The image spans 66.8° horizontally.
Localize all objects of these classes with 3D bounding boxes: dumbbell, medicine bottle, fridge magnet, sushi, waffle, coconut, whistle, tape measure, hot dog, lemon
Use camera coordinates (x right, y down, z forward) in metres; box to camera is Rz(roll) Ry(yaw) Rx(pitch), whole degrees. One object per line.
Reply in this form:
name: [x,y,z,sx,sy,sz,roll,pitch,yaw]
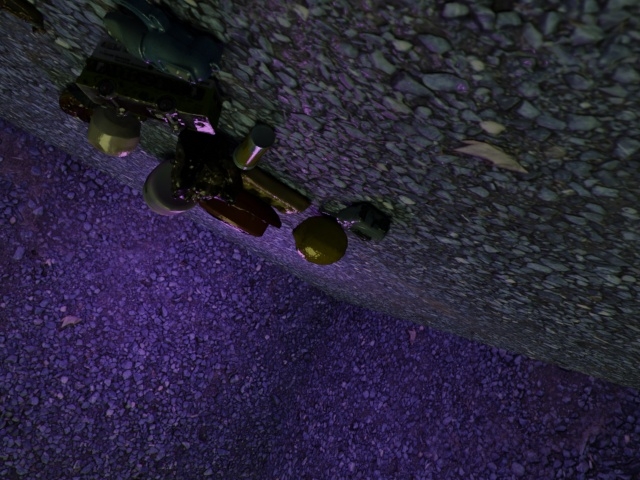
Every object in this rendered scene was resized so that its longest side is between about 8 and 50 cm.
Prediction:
dumbbell: [-0.573,-0.397,1.456,0.118,0.052,0.046,25,157,6]
medicine bottle: [-0.609,-0.212,1.997,0.212,0.212,0.325,29,168,-21]
fridge magnet: [-0.310,-0.132,1.813,0.364,0.155,0.363,30,-179,0]
medicine bottle: [-0.173,-0.241,1.262,0.074,0.073,0.218,28,167,-16]
sushi: [-0.328,-0.209,1.429,0.219,0.225,0.238,15,-146,-14]
waffle: [-0.176,-0.169,1.638,0.274,0.057,0.168,31,168,-28]
coconut: [-0.655,-0.349,1.544,0.161,0.161,0.162,30,135,-22]
whistle: [-0.297,-0.369,0.916,0.269,0.093,0.180,29,164,14]
tape measure: [0.089,-0.053,1.533,0.164,0.084,0.330,34,165,-22]
hot dog: [-0.814,-0.451,1.667,0.163,0.081,0.270,35,167,-34]
lemon: [0.002,0.002,1.741,0.193,0.180,0.181,53,159,-20]

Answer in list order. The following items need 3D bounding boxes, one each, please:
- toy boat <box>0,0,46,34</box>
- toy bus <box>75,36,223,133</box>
toy boat: [-0.704,-0.532,1.116,0.149,0.048,0.047,31,167,-30]
toy bus: [-0.370,-0.338,1.086,0.302,0.139,0.113,17,169,3]
